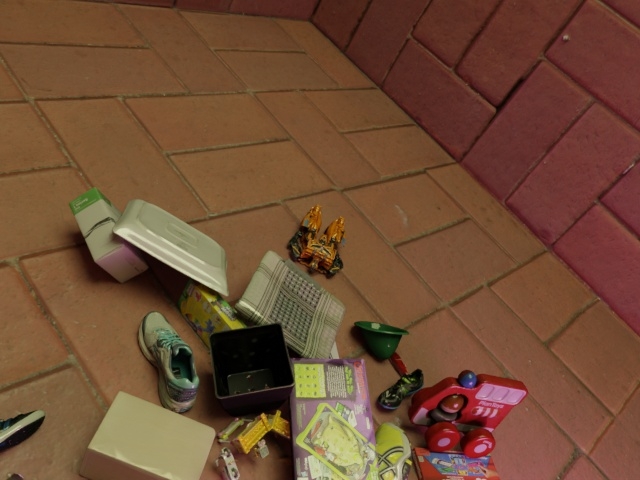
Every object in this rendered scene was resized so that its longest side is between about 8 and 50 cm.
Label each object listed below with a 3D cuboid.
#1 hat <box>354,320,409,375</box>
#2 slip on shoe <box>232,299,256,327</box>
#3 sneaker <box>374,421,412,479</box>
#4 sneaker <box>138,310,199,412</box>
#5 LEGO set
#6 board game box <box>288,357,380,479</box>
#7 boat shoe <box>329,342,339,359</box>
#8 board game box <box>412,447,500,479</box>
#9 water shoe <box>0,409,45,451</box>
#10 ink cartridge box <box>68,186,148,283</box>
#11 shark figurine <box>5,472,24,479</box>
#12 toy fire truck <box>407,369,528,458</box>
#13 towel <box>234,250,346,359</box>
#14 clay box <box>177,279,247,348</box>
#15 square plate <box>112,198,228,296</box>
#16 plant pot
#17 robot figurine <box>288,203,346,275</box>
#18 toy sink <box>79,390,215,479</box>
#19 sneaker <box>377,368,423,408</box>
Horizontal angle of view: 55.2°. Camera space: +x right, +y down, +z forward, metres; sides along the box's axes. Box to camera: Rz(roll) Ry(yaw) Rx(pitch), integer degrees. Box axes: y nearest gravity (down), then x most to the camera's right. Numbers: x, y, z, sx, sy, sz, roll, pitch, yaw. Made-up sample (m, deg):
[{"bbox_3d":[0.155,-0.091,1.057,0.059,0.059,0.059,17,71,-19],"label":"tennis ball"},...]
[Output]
[{"bbox_3d":[0.190,0.367,1.950,0.173,0.183,0.209,9,1,-40],"label":"hat"},{"bbox_3d":[-0.140,0.204,1.792,0.123,0.101,0.331,53,30,15],"label":"slip on shoe"},{"bbox_3d":[0.124,0.597,1.533,0.147,0.145,0.384,32,34,-3],"label":"sneaker"},{"bbox_3d":[-0.368,0.280,1.541,0.110,0.122,0.283,-4,50,-40],"label":"sneaker"},{"bbox_3d":[-0.148,0.487,1.522,0.287,0.107,0.132,-5,85,-46],"label":"LEGO set"},{"bbox_3d":[0.027,0.455,1.510,0.208,0.056,0.346,1,51,-8],"label":"board game box"},{"bbox_3d":[0.007,0.380,1.723,0.105,0.113,0.306,9,40,-21],"label":"boat shoe"},{"bbox_3d":[0.397,0.673,1.751,0.282,0.027,0.145,13,42,-26],"label":"board game box"},{"bbox_3d":[-0.661,0.386,1.239,0.080,0.073,0.203,42,36,15],"label":"water shoe"},{"bbox_3d":[-0.579,-0.012,1.677,0.093,0.160,0.219,-32,62,-4],"label":"ink cartridge box"},{"bbox_3d":[-0.596,0.469,1.099,0.278,0.116,0.166,26,15,-45],"label":"shark figurine"},{"bbox_3d":[0.419,0.477,1.778,0.302,0.253,0.169,16,29,-20],"label":"toy fire truck"},{"bbox_3d":[-0.068,0.185,1.746,0.312,0.056,0.324,38,29,-8],"label":"towel"},{"bbox_3d":[-0.295,0.213,1.670,0.222,0.127,0.053,48,38,18],"label":"clay box"},{"bbox_3d":[-0.403,0.002,1.743,0.347,0.049,0.344,32,8,-17],"label":"square plate"},{"bbox_3d":[-0.176,0.342,1.551,0.188,0.166,0.188,-7,49,-11],"label":"plant pot"},{"bbox_3d":[0.000,0.000,2.176,0.211,0.085,0.291,25,37,-9],"label":"robot figurine"},{"bbox_3d":[-0.371,0.460,1.326,0.234,0.131,0.152,23,37,-6],"label":"toy sink"},{"bbox_3d":[0.241,0.440,1.837,0.188,0.078,0.067,-24,40,-35],"label":"sneaker"}]
